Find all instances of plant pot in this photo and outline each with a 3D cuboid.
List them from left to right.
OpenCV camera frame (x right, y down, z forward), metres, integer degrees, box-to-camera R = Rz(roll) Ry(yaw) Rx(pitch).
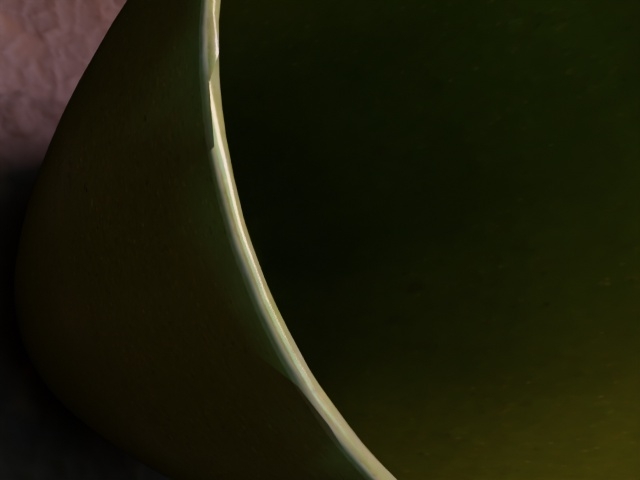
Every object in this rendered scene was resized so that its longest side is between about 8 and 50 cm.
[{"bbox_3d":[0.000,0.000,0.497,0.275,0.293,0.275,10,72,-34],"label":"plant pot"}]
